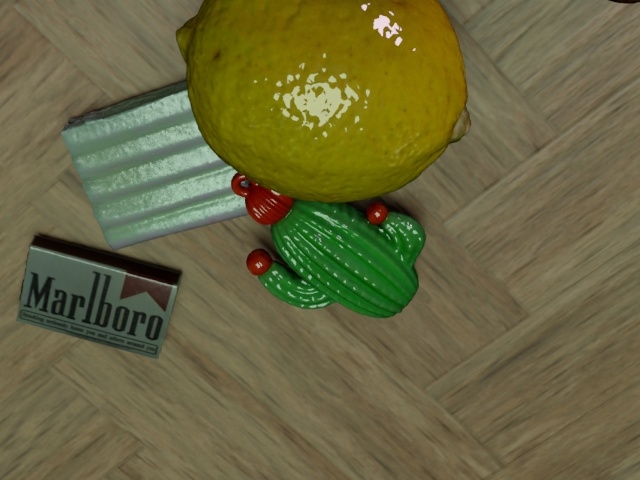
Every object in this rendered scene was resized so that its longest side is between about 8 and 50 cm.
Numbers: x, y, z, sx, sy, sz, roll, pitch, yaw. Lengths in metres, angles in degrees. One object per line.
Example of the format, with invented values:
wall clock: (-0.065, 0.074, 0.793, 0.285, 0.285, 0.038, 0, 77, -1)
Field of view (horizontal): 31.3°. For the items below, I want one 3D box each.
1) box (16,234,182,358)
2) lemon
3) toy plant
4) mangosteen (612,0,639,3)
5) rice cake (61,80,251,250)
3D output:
box: (-0.263, 0.067, 1.350, 0.178, 0.036, 0.115, 16, 119, -7)
lemon: (0.004, -0.158, 1.096, 0.267, 0.267, 0.267, 1, 120, 2)
toy plant: (0.001, 0.012, 1.274, 0.240, 0.088, 0.154, 13, 123, -13)
mangosteen: (0.266, -0.297, 1.062, 0.180, 0.166, 0.166, -13, 122, 39)
rice cake: (-0.168, -0.084, 1.259, 0.198, 0.037, 0.189, -10, 120, 7)
